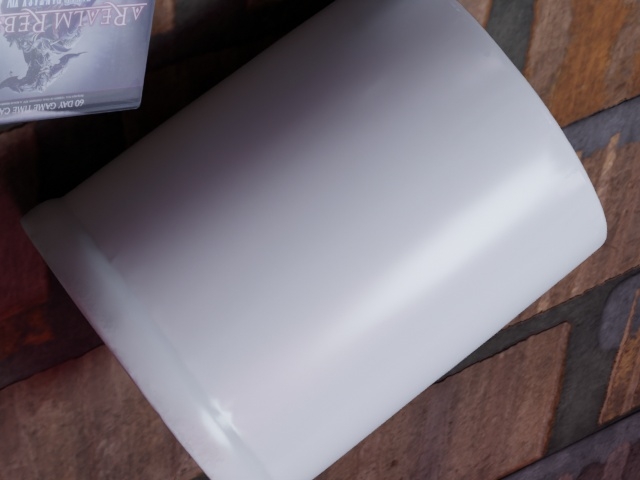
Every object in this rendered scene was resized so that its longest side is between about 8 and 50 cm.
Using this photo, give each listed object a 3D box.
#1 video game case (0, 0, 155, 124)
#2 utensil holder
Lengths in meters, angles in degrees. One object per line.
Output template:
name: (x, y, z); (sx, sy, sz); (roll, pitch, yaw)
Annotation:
video game case: (-0.198, -0.213, 1.382); (0.196, 0.026, 0.274); (-10, 122, -36)
utensil holder: (0.000, 0.000, 1.619); (0.385, 0.327, 0.327); (-36, 147, -4)
